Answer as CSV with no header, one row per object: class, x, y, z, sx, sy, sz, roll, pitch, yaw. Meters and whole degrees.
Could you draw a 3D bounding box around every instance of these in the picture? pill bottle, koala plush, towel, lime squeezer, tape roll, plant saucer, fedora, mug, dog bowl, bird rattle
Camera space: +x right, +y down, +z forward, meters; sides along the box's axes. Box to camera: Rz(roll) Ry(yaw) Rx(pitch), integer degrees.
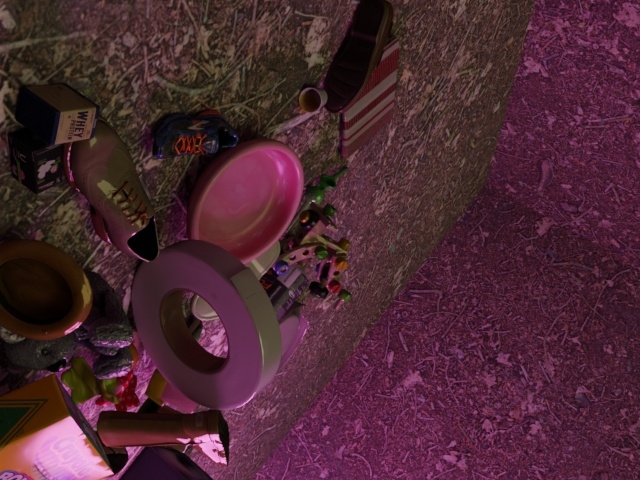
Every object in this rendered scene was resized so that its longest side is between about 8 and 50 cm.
pill bottle,-0.156,0.179,2.100,0.246,0.130,0.130,-51,159,-17
koala plush,-0.496,0.176,1.313,0.221,0.203,0.196,-20,153,-26
towel,0.140,-0.417,2.013,0.237,0.037,0.329,-44,155,-26
lime squeezer,0.004,-0.145,2.083,0.310,0.059,0.110,-47,158,-25
tape roll,-0.257,0.187,1.511,0.072,0.392,0.392,-30,147,-50
plant saucer,-0.186,-0.095,1.614,0.332,0.084,0.332,-33,142,-30
fedora,-0.488,0.076,1.189,0.194,0.194,0.079,-62,-164,14
mug,-0.020,-0.357,1.726,0.064,0.078,0.062,-39,122,-59
dog bowl,-0.177,0.340,2.340,0.349,0.102,0.349,-46,157,-25
bird rattle,-0.468,0.305,1.603,0.253,0.143,0.207,51,57,-72

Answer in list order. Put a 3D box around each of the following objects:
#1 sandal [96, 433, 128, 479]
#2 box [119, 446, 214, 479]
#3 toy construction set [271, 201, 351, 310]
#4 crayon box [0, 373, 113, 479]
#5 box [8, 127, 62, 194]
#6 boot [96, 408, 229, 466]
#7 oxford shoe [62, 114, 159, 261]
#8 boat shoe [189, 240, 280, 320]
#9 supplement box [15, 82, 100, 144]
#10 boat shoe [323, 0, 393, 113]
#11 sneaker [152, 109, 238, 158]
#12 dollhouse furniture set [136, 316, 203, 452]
sandal,-0.622,0.590,1.732,0.086,0.120,0.303,-36,174,39
box,-0.443,0.815,2.172,0.183,0.296,0.294,-52,160,-10
toy construction set,0.000,0.000,1.997,0.237,0.257,0.309,-58,-168,14
crayon box,-0.608,0.438,1.342,0.313,0.106,0.363,-23,149,-17
box,-0.445,-0.127,1.074,0.052,0.062,0.083,-38,152,-45
boot,-0.356,0.459,1.607,0.236,0.269,0.089,86,2,-46
oxford shoe,-0.356,-0.086,1.239,0.123,0.130,0.348,-47,158,-23
boat shoe,-0.236,0.096,1.822,0.319,0.099,0.116,-47,116,-32
supplement box,-0.400,-0.194,1.045,0.083,0.083,0.056,-27,146,-55
boat shoe,0.110,-0.463,1.759,0.104,0.111,0.307,-10,130,-62
sneaker,-0.246,-0.207,1.371,0.221,0.087,0.083,-32,148,-49
dollhouse furniture set,-0.339,0.363,1.796,0.197,0.151,0.301,-64,-179,22
